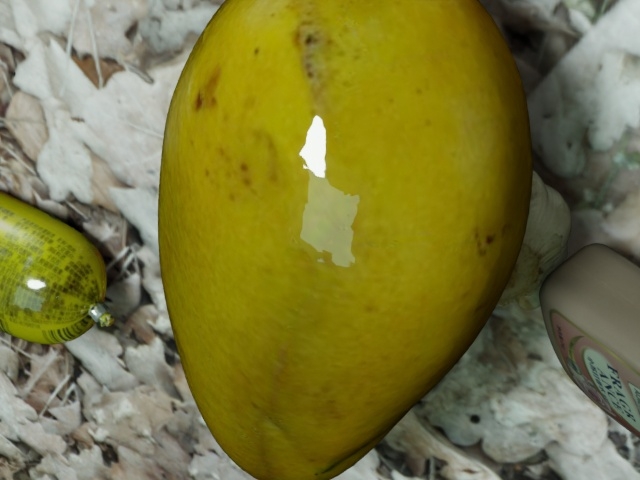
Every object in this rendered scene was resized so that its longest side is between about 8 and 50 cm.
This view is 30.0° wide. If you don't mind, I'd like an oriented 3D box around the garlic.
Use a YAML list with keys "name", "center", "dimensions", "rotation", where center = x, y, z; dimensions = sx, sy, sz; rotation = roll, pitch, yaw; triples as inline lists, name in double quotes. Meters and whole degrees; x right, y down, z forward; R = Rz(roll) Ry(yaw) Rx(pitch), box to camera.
- name: "garlic"
  center: [0.151, -0.005, 0.899]
  dimensions: [0.074, 0.094, 0.113]
  rotation: [-6, 118, -1]

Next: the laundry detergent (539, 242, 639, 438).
- name: "laundry detergent"
  center: [0.263, 0.116, 0.834]
  dimensions: [0.237, 0.076, 0.171]
  rotation: [42, 166, 46]

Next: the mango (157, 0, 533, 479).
- name: "mango"
  center: [0.000, 0.000, 0.871]
  dimensions: [0.300, 0.232, 0.446]
  rotation: [55, 145, 38]

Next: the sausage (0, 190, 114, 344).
- name: "sausage"
  center: [-0.347, 0.004, 1.180]
  dimensions: [0.347, 0.123, 0.123]
  rotation: [24, 130, 15]
